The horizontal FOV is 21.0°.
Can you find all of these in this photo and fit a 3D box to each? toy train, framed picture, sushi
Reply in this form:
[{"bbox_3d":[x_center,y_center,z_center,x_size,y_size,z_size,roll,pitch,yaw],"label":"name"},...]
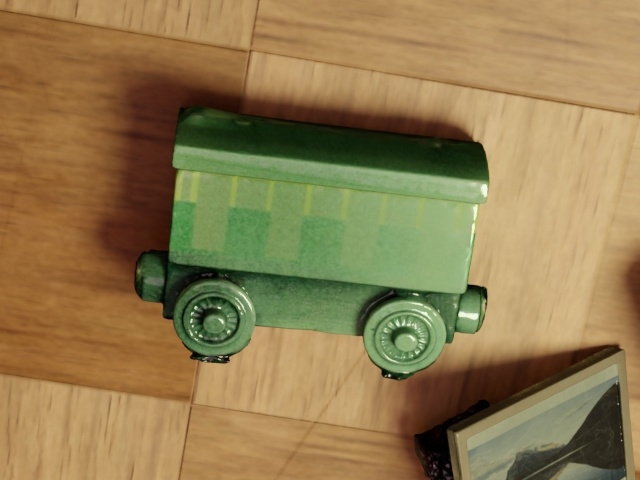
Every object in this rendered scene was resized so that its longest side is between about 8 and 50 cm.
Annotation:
[{"bbox_3d":[0.000,0.000,1.439,0.301,0.120,0.202,7,109,-4],"label":"toy train"},{"bbox_3d":[0.197,0.194,1.507,0.203,0.015,0.150,-21,113,-33],"label":"framed picture"},{"bbox_3d":[0.133,0.199,1.543,0.084,0.098,0.094,-26,91,5],"label":"sushi"}]
